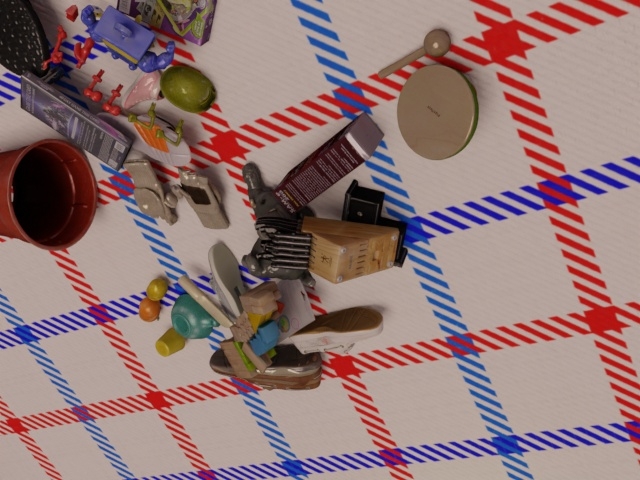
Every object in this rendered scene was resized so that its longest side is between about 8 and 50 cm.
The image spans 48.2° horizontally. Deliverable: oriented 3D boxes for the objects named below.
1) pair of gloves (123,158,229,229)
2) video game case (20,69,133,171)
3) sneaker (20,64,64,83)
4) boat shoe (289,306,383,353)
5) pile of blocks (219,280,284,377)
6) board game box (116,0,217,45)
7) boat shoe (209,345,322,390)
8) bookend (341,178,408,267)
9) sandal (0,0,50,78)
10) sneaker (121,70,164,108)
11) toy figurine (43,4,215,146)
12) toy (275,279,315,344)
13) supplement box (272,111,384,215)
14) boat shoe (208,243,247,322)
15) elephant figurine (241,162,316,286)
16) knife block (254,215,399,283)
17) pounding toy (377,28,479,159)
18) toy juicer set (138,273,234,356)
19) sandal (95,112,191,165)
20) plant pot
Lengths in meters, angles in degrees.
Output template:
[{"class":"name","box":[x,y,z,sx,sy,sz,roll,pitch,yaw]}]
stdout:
[{"class":"pair of gloves","box":[-0.354,-0.104,1.739,0.240,0.042,0.204,9,140,16]},{"class":"video game case","box":[-0.575,-0.273,1.677,0.274,0.026,0.196,35,158,-13]},{"class":"sneaker","box":[-0.671,-0.394,1.708,0.135,0.052,0.058,-19,108,28]},{"class":"boat shoe","box":[0.050,0.238,1.800,0.277,0.098,0.096,-11,116,36]},{"class":"pile of blocks","box":[-0.135,0.220,1.737,0.149,0.112,0.362,49,146,15]},{"class":"board game box","box":[-0.294,-0.595,1.448,0.208,0.056,0.347,27,126,9]},{"class":"boat shoe","box":[-0.148,0.353,1.927,0.324,0.123,0.116,2,123,21]},{"class":"bookend","box":[0.129,-0.037,1.613,0.157,0.072,0.156,15,124,10]},{"class":"sandal","box":[-0.744,-0.556,1.618,0.446,0.107,0.167,47,126,4]},{"class":"sneaker","box":[-0.401,-0.333,1.642,0.070,0.051,0.134,46,120,-4]},{"class":"toy figurine","box":[-0.393,-0.370,1.476,0.362,0.191,0.217,34,168,-9]},{"class":"toy","box":[-0.092,0.182,1.824,0.237,0.056,0.137,-36,68,39]},{"class":"supplement box","box":[0.016,-0.165,1.542,0.239,0.130,0.073,-35,103,32]},{"class":"boat shoe","box":[-0.247,0.118,1.841,0.081,0.079,0.228,-9,111,37]},{"class":"elephant figurine","box":[-0.098,-0.037,1.660,0.186,0.169,0.240,5,109,-16]},{"class":"knife block","box":[0.000,0.000,1.557,0.242,0.275,0.088,28,119,40]},{"class":"pounding toy","box":[0.245,-0.279,1.422,0.183,0.110,0.237,-32,76,44]},{"class":"toy juicer set","box":[-0.367,0.177,1.927,0.329,0.089,0.209,-29,94,40]},{"class":"sandal","box":[-0.405,-0.259,1.673,0.265,0.076,0.102,21,137,17]},{"class":"plant pot","box":[-0.756,-0.115,1.797,0.265,0.272,0.272,2,121,29]}]
